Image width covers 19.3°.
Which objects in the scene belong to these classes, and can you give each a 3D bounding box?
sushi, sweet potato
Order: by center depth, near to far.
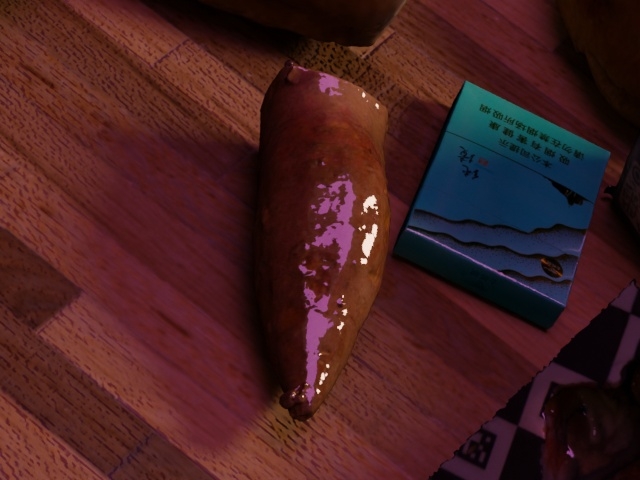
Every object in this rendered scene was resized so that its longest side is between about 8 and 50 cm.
[{"bbox_3d":[0.238,0.228,1.404,0.059,0.294,0.292,6,42,-54],"label":"sushi"},{"bbox_3d":[0.002,0.002,1.568,0.131,0.131,0.336,13,47,-15],"label":"sweet potato"}]

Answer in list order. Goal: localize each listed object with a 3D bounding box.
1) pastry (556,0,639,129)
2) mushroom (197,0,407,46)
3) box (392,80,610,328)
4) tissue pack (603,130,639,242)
[{"bbox_3d":[0.407,-0.236,1.928,0.356,0.164,0.356,9,48,-11],"label":"pastry"},{"bbox_3d":[-0.093,-0.347,1.764,0.314,0.224,0.397,-18,61,-38],"label":"mushroom"},{"bbox_3d":[0.172,-0.037,1.741,0.161,0.042,0.226,26,45,-1],"label":"box"},{"bbox_3d":[0.407,0.014,1.661,0.122,0.259,0.361,-18,59,-23],"label":"tissue pack"}]
